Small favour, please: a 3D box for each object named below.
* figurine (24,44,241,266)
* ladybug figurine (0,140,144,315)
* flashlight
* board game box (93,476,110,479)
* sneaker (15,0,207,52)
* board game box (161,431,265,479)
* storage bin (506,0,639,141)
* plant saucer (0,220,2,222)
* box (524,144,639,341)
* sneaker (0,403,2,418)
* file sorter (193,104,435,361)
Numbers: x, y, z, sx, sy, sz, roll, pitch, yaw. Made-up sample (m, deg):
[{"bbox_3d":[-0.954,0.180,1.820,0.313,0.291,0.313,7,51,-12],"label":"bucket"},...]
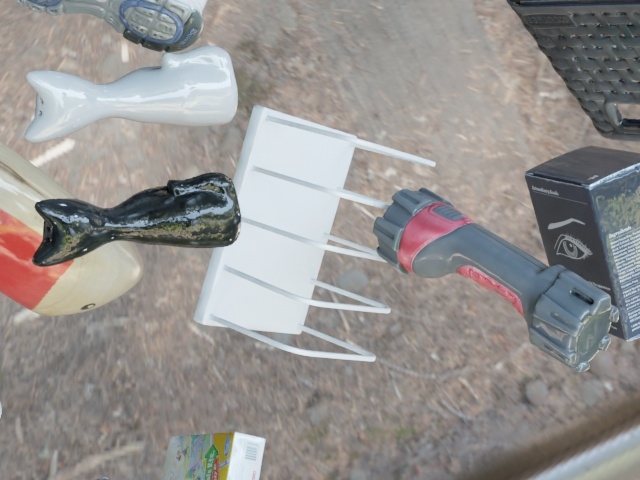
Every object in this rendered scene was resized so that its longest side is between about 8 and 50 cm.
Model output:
[{"bbox_3d":[-0.191,-0.083,1.236,0.210,0.092,0.214,-11,115,-25],"label":"figurine"},{"bbox_3d":[-0.447,-0.048,1.660,0.449,0.305,0.162,38,85,-11],"label":"ladybug figurine"},{"bbox_3d":[0.191,0.043,1.398,0.103,0.304,0.103,-51,140,-3],"label":"flashlight"},{"bbox_3d":[-0.155,0.281,0.562,0.232,0.291,0.141,-13,128,-26],"label":"board game box"},{"bbox_3d":[-0.269,-0.327,1.468,0.297,0.129,0.111,23,141,-9],"label":"sneaker"},{"bbox_3d":[-0.087,0.215,0.877,0.026,0.103,0.154,19,70,-29],"label":"board game box"},{"bbox_3d":[0.179,-0.132,0.518,0.180,0.122,0.084,-51,121,-16],"label":"storage bin"},{"bbox_3d":[-0.454,0.041,1.457,0.018,0.067,0.192,48,66,-14],"label":"plant saucer"},{"bbox_3d":[0.355,-0.001,1.529,0.108,0.153,0.207,-22,107,-16],"label":"box"},{"bbox_3d":[-0.448,0.088,1.150,0.296,0.123,0.178,15,142,17],"label":"sneaker"},{"bbox_3d":[0.000,0.000,1.545,0.193,0.173,0.277,11,97,-50],"label":"file sorter"}]
